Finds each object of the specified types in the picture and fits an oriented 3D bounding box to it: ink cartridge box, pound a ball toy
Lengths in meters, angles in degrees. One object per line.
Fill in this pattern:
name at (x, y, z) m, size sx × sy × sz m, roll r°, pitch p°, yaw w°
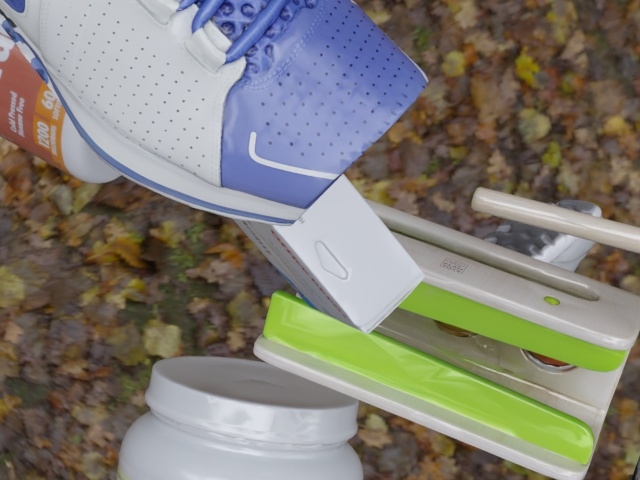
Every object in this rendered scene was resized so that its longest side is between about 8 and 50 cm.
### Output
ink cartridge box at (0.000, 0.000, 0.693) m, size 0.052 × 0.122 × 0.088 m, roll -42°, pitch 103°, yaw -8°
pound a ball toy at (0.131, 0.032, 0.884) m, size 0.319 × 0.136 × 0.208 m, roll 19°, pitch 114°, yaw 14°

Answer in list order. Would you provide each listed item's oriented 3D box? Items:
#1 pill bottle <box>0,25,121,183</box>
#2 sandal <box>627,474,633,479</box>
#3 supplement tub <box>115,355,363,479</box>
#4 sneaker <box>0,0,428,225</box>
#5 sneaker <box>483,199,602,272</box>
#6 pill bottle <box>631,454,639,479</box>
pill bottle at (-0.227, -0.139, 0.878) m, size 0.216 × 0.121 × 0.121 m, roll 27°, pitch 76°, yaw 18°
sandal at (0.428, 0.335, 1.307) m, size 0.120 × 0.303 × 0.086 m, roll 6°, pitch 102°, yaw -10°
supplement tub at (-0.087, 0.290, 1.112) m, size 0.235 × 0.235 × 0.325 m, roll 8°, pitch 95°, yaw -20°
sneaker at (-0.092, -0.146, 0.500) m, size 0.315 × 0.182 × 0.127 m, roll 37°, pitch 66°, yaw 1°
sneaker at (0.205, 0.072, 1.248) m, size 0.281 × 0.105 × 0.115 m, roll -45°, pitch 115°, yaw -8°
pill bottle at (0.198, 0.096, 0.488) m, size 0.122 × 0.123 × 0.219 m, roll -24°, pitch 140°, yaw -20°
